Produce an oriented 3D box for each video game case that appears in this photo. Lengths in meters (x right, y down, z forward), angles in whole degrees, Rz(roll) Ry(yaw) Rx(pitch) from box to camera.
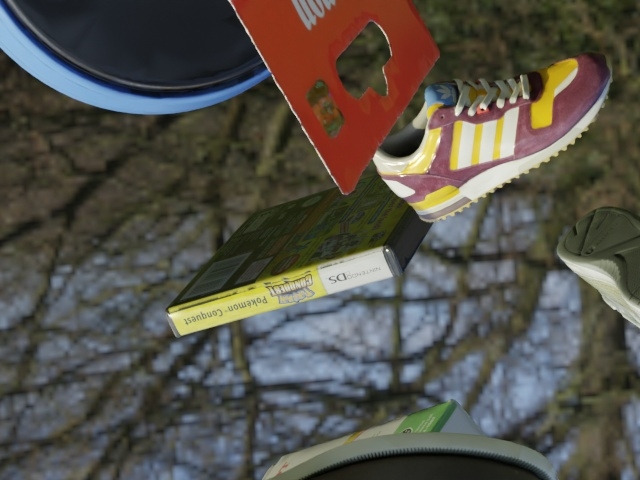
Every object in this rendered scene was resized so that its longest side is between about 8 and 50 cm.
[{"bbox_3d":[0.000,0.000,1.600,0.248,0.035,0.275,-17,-164,23],"label":"video game case"}]

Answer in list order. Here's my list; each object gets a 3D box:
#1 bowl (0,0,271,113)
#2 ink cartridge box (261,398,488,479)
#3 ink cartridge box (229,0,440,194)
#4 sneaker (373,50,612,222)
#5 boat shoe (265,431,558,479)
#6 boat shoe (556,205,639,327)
[{"bbox_3d":[-0.142,-0.307,1.392,0.391,0.391,0.077,-6,-169,-20],"label":"bowl"},{"bbox_3d":[0.017,0.208,1.067,0.212,0.093,0.154,-25,-160,51],"label":"ink cartridge box"},{"bbox_3d":[-0.010,-0.156,0.589,0.066,0.232,0.189,-31,-169,25],"label":"ink cartridge box"},{"bbox_3d":[0.121,-0.089,1.134,0.185,0.084,0.069,-36,-155,21],"label":"sneaker"},{"bbox_3d":[-0.013,0.134,0.622,0.227,0.081,0.069,-11,-146,2],"label":"boat shoe"},{"bbox_3d":[0.374,0.047,1.729,0.118,0.103,0.320,-45,-157,-8],"label":"boat shoe"}]
